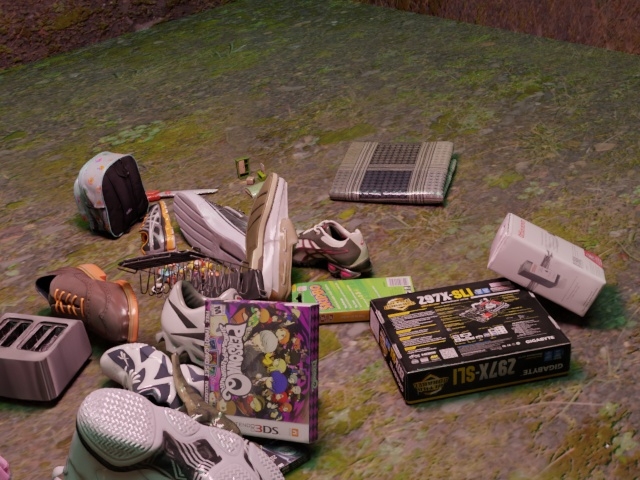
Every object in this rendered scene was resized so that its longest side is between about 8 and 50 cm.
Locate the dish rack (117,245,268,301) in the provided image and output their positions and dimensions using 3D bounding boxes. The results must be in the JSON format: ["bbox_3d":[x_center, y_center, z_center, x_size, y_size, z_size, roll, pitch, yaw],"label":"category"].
[{"bbox_3d":[-0.257,0.077,1.760,0.208,0.074,0.271,-11,-18,29],"label":"dish rack"}]

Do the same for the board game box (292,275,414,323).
[{"bbox_3d":[0.070,0.125,1.876,0.259,0.039,0.124,-1,29,-2],"label":"board game box"}]

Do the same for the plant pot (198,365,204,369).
[{"bbox_3d":[-0.147,0.205,1.763,0.236,0.032,0.236,-2,30,1],"label":"plant pot"}]

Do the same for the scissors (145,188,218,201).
[{"bbox_3d":[-0.431,-0.129,2.397,0.297,0.021,0.109,-14,29,-14],"label":"scissors"}]

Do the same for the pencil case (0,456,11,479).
[{"bbox_3d":[-0.607,0.343,1.480,0.124,0.124,0.284,-20,32,-27],"label":"pencil case"}]

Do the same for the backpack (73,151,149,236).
[{"bbox_3d":[-0.527,-0.128,2.222,0.144,0.188,0.166,18,40,24],"label":"backpack"}]

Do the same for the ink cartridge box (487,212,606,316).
[{"bbox_3d":[0.458,0.046,1.813,0.217,0.092,0.158,29,22,4],"label":"ink cartridge box"}]

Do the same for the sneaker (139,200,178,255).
[{"bbox_3d":[-0.402,-0.028,2.157,0.083,0.084,0.215,-15,32,-9],"label":"sneaker"}]

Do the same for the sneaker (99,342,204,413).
[{"bbox_3d":[-0.330,0.270,1.603,0.235,0.094,0.153,20,27,19],"label":"sneaker"}]

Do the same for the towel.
[{"bbox_3d":[0.202,-0.183,2.408,0.312,0.056,0.324,1,32,15],"label":"towel"}]

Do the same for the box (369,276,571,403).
[{"bbox_3d":[0.280,0.182,1.710,0.321,0.079,0.257,-9,28,-9],"label":"box"}]

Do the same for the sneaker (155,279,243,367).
[{"bbox_3d":[-0.150,0.171,1.614,0.330,0.146,0.122,20,21,17],"label":"sneaker"}]

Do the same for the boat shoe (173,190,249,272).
[{"bbox_3d":[-0.223,-0.021,2.112,0.119,0.121,0.335,-19,43,-39],"label":"boat shoe"}]

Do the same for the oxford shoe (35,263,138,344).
[{"bbox_3d":[-0.471,0.136,1.789,0.132,0.130,0.363,-1,10,-35],"label":"oxford shoe"}]

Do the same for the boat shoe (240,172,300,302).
[{"bbox_3d":[-0.104,0.000,1.950,0.103,0.113,0.302,18,66,-20],"label":"boat shoe"}]

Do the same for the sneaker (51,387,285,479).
[{"bbox_3d":[-0.232,0.382,1.364,0.365,0.210,0.137,29,28,-12],"label":"sneaker"}]

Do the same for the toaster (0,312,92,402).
[{"bbox_3d":[-0.556,0.224,1.696,0.168,0.110,0.186,4,30,15],"label":"toaster"}]

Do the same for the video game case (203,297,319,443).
[{"bbox_3d":[-0.103,0.218,1.515,0.210,0.232,0.042,2,1,25],"label":"video game case"}]

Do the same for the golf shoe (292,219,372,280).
[{"bbox_3d":[0.000,0.000,2.024,0.272,0.120,0.105,16,36,33],"label":"golf shoe"}]

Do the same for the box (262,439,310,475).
[{"bbox_3d":[-0.069,0.362,1.488,0.083,0.018,0.067,-23,34,-30],"label":"box"}]

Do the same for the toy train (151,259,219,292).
[{"bbox_3d":[-0.296,0.074,1.997,0.166,0.046,0.125,-2,29,2],"label":"toy train"}]

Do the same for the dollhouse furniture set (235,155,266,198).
[{"bbox_3d":[-0.180,-0.175,2.413,0.076,0.059,0.151,-17,32,-21],"label":"dollhouse furniture set"}]

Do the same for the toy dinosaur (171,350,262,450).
[{"bbox_3d":[-0.208,0.313,1.495,0.118,0.064,0.268,-35,61,-25],"label":"toy dinosaur"}]
